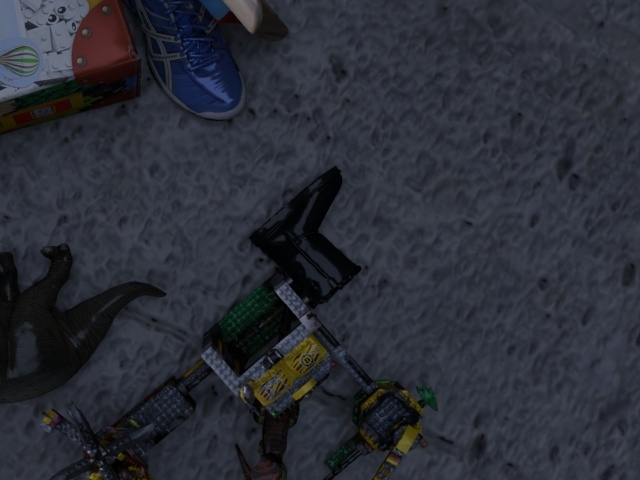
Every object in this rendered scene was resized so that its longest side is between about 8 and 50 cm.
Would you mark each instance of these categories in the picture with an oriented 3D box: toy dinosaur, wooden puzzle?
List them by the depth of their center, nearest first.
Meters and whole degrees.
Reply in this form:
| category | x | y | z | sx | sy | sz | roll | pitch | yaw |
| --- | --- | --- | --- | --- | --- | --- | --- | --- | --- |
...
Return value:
| category | x | y | z | sx | sy | sz | roll | pitch | yaw |
| --- | --- | --- | --- | --- | --- | --- | --- | --- | --- |
| wooden puzzle | -0.121 | -0.268 | 1.143 | 0.044 | 0.238 | 0.221 | -40 | 92 | 5 |
| toy dinosaur | -0.300 | 0.088 | 1.161 | 0.313 | 0.121 | 0.160 | -2 | 84 | -33 |

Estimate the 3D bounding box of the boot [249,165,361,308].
| category | x | y | z | sx | sy | sz | roll | pitch | yaw |
| --- | --- | --- | --- | --- | --- | --- | --- | --- | --- |
| boot | 0.000 | 0.000 | 1.237 | 0.121 | 0.045 | 0.099 | -42 | 90 | -2 |

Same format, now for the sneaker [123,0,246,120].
| category | x | y | z | sx | sy | sz | roll | pitch | yaw |
| --- | --- | --- | --- | --- | --- | --- | --- | --- | --- |
| sneaker | -0.142 | -0.208 | 1.212 | 0.080 | 0.081 | 0.211 | -33 | 91 | -10 |

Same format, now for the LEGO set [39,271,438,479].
| category | x | y | z | sx | sy | sz | roll | pitch | yaw |
| --- | --- | --- | --- | --- | --- | --- | --- | --- | --- |
| LEGO set | -0.061 | 0.183 | 1.121 | 0.331 | 0.192 | 0.255 | -32 | 94 | -3 |

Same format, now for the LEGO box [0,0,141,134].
| category | x | y | z | sx | sy | sz | roll | pitch | yaw |
| --- | --- | --- | --- | --- | --- | --- | --- | --- | --- |
| LEGO box | -0.416 | -0.319 | 1.122 | 0.372 | 0.193 | 0.500 | -20 | 89 | -9 |
